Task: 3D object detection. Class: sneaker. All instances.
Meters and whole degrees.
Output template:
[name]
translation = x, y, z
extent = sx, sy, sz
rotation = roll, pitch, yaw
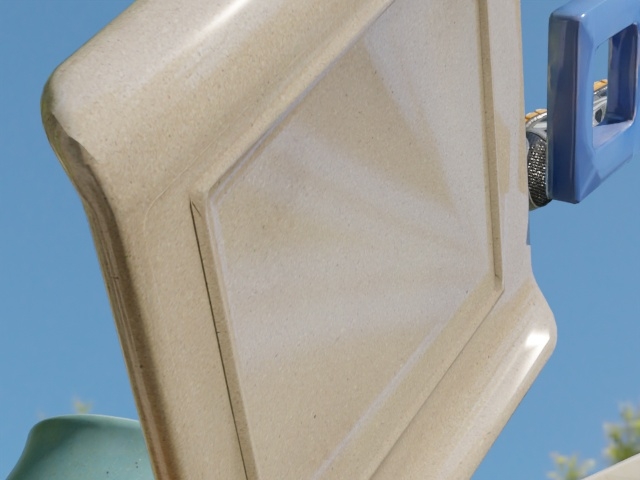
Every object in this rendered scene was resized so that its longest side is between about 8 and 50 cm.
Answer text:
[sneaker]
translation = 0.252, -0.093, 1.508
extent = 0.083, 0.215, 0.084
rotation = 14, -49, 45

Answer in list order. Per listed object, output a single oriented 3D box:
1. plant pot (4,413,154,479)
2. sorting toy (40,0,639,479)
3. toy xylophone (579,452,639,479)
[plant pot]
translation = -0.128, 0.255, 0.961
extent = 0.271, 0.255, 0.272
rotation = 12, -26, 6
[sorting toy]
translation = 0.000, 0.000, 0.411
extent = 0.047, 0.348, 0.196
rotation = 12, -47, 30
[toy xylophone]
translation = 0.224, 0.200, 0.944
extent = 0.236, 0.081, 0.322
rotation = -23, 3, -19
